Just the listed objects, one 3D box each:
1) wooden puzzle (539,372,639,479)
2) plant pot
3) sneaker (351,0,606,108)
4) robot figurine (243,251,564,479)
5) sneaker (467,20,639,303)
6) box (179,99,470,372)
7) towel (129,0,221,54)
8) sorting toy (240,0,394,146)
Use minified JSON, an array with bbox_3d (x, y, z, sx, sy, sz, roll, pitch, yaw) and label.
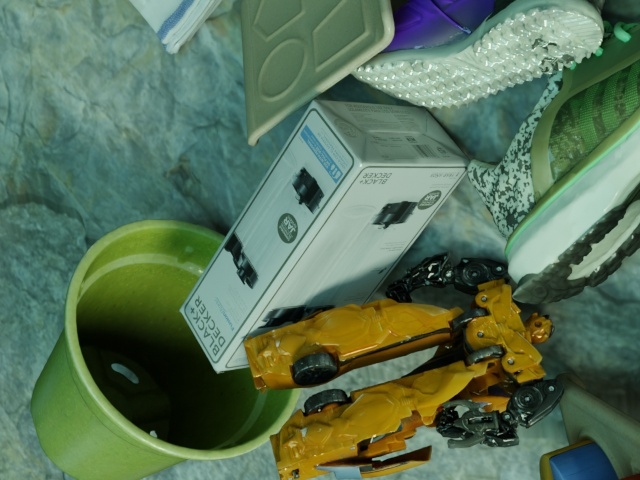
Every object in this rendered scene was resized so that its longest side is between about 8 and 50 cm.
[{"bbox_3d":[0.277,0.307,0.949,0.081,0.348,0.322,-16,99,-3],"label":"wooden puzzle"},{"bbox_3d":[-0.200,0.154,1.248,0.276,0.276,0.254,54,136,5],"label":"plant pot"},{"bbox_3d":[0.144,-0.215,1.002,0.293,0.102,0.146,-8,65,51],"label":"sneaker"},{"bbox_3d":[0.083,0.125,1.062,0.085,0.291,0.211,84,170,-57],"label":"robot figurine"},{"bbox_3d":[0.256,-0.137,0.939,0.182,0.158,0.410,52,121,27],"label":"sneaker"},{"bbox_3d":[0.000,0.000,1.100,0.087,0.169,0.290,54,127,28],"label":"box"},{"bbox_3d":[-0.186,-0.369,1.183,0.209,0.034,0.285,-43,82,33],"label":"towel"},{"bbox_3d":[-0.005,-0.212,1.070,0.208,0.038,0.193,-35,46,36],"label":"sorting toy"}]
